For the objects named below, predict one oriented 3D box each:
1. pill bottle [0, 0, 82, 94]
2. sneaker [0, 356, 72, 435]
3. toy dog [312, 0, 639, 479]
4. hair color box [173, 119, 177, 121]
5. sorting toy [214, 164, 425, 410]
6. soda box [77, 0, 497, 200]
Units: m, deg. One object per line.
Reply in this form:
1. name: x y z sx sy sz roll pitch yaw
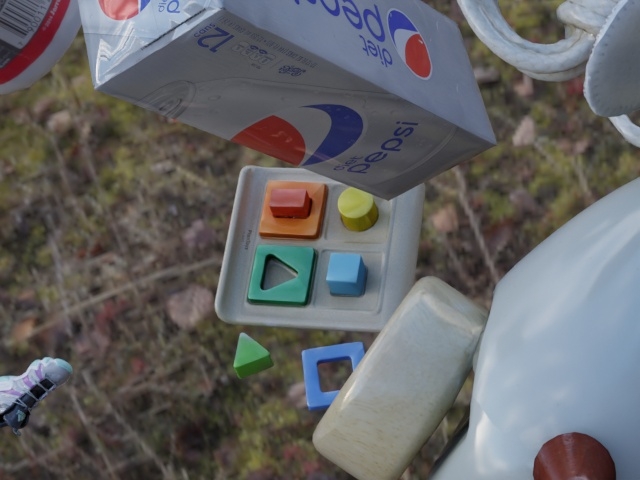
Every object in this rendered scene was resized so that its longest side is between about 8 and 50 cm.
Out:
1. pill bottle: -0.363 -0.259 1.220 0.176 0.318 0.176 -16 63 34
2. sneaker: -0.281 0.156 1.380 0.098 0.038 0.069 -26 39 27
3. toy dog: 0.134 0.001 0.524 0.220 0.161 0.333 16 83 -2
4. hair color box: -0.080 -0.185 1.310 0.167 0.053 0.093 -47 19 -14
5. sorting toy: 0.000 0.000 1.456 0.196 0.047 0.347 4 64 10
6. soda box: -0.012 -0.109 0.835 0.091 0.286 0.098 -27 66 28
